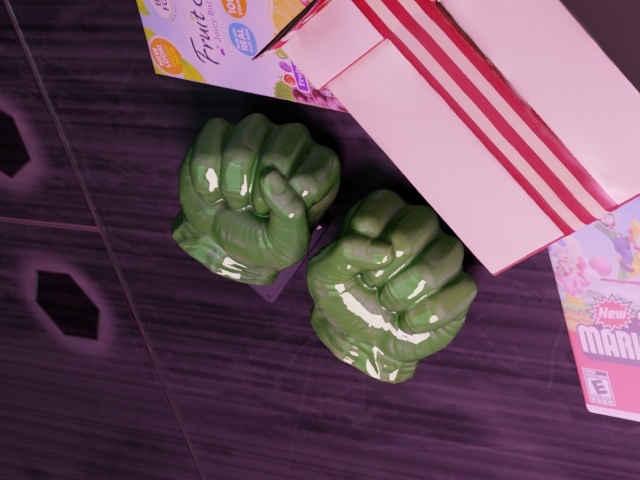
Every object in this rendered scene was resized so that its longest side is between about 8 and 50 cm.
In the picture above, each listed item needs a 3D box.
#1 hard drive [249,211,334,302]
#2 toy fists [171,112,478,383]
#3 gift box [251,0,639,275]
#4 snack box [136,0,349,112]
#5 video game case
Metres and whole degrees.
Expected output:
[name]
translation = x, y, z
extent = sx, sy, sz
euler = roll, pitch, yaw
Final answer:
[hard drive]
translation = -0.051, -0.011, 1.752
extent = 0.094, 0.022, 0.135
euler = 42, 142, 5
[toy fists]
translation = 0.000, 0.000, 1.639
extent = 0.279, 0.096, 0.142
euler = 34, 121, 10
[gift box]
translation = 0.129, -0.153, 1.281
extent = 0.258, 0.255, 0.276
euler = 49, 138, -7
[snack box]
translation = -0.057, -0.206, 1.550
extent = 0.207, 0.070, 0.174
euler = 15, 133, 36
[video game case]
translation = 0.271, 0.032, 1.495
extent = 0.204, 0.025, 0.285
euler = 8, 128, 38
